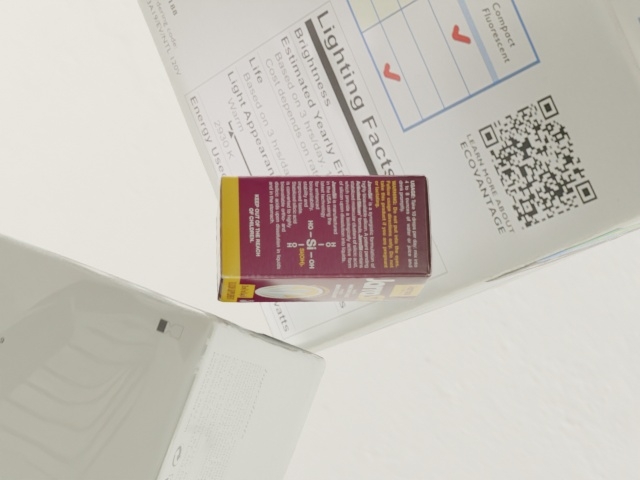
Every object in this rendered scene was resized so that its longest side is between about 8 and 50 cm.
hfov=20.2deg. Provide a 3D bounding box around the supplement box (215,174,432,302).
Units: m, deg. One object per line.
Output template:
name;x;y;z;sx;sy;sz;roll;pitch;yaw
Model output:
supplement box;0.000;0.000;0.723;0.083;0.055;0.043;-1;-104;-4

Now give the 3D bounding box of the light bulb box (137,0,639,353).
light bulb box;0.089;-0.158;1.063;0.361;0.225;0.358;-25;-93;50

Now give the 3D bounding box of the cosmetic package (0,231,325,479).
cosmetic package;-0.142;0.071;0.852;0.224;0.225;0.138;20;-92;14
